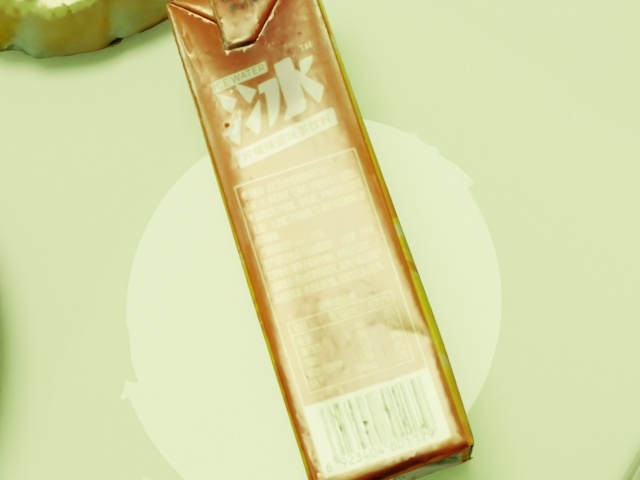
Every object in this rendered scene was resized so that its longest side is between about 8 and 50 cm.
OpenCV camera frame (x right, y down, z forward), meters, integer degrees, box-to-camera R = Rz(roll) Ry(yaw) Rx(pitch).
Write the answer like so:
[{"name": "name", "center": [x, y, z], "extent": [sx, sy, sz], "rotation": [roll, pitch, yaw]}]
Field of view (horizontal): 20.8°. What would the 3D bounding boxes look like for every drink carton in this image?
[{"name": "drink carton", "center": [0.000, 0.000, 0.765], "extent": [0.071, 0.096, 0.223], "rotation": [-18, 79, 1]}]

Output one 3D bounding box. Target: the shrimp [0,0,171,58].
[{"name": "shrimp", "center": [-0.074, -0.202, 0.828], "extent": [0.287, 0.063, 0.152], "rotation": [-43, 81, -2]}]
